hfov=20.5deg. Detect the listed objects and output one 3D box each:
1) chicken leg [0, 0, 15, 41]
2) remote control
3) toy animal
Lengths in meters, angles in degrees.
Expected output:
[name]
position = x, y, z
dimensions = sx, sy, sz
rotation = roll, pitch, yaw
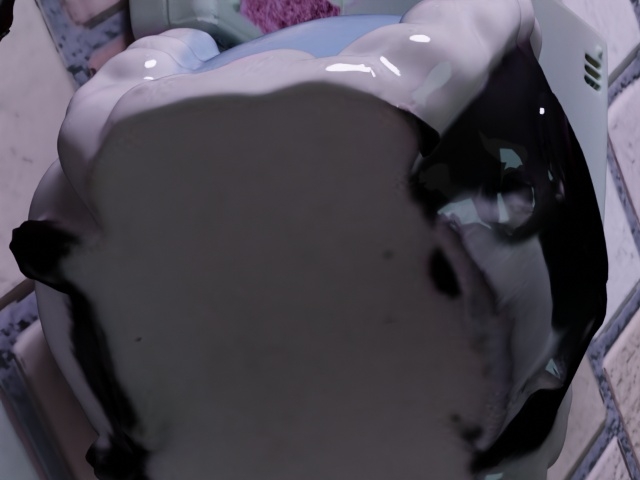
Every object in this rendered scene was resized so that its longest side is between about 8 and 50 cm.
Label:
[chicken leg]
position = -0.158, -0.013, 0.554
dimensions = 0.089, 0.048, 0.219
rotation = 43, 50, -45
[remote control]
position = 0.039, -0.096, 0.844
dimensions = 0.344, 0.050, 0.145
rotation = 28, 61, -48
[toy animal]
position = 0.000, 0.000, 0.653
dimensions = 0.156, 0.204, 0.208
rotation = -81, 159, -56
